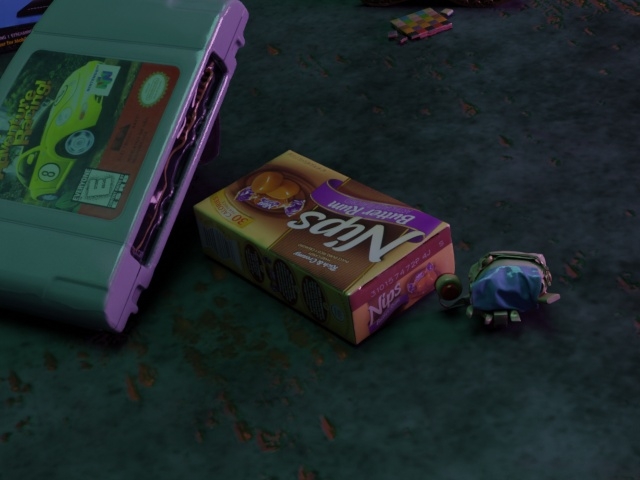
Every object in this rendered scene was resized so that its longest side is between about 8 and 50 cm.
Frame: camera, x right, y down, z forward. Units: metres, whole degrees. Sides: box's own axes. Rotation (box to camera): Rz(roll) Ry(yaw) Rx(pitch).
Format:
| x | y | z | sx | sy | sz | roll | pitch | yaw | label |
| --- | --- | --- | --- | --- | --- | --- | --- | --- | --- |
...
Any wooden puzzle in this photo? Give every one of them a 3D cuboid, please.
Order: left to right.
| x | y | z | sx | sy | sz | roll | pitch | yaw | label |
| --- | --- | --- | --- | --- | --- | --- | --- | --- | --- |
| 0.107 | -0.231 | 1.256 | 0.083 | 0.006 | 0.049 | -21 | 37 | -15 | wooden puzzle |

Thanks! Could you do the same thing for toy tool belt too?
| x | y | z | sx | sy | sz | roll | pitch | yaw | label |
| --- | --- | --- | --- | --- | --- | --- | --- | --- | --- |
| 0.126 | 0.036 | 0.843 | 0.083 | 0.052 | 0.051 | -9 | 27 | 1 | toy tool belt |

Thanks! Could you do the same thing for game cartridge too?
| x | y | z | sx | sy | sz | roll | pitch | yaw | label |
| --- | --- | --- | --- | --- | --- | --- | --- | --- | --- |
| -0.193 | -0.079 | 0.964 | 0.196 | 0.060 | 0.294 | 8 | 68 | 29 | game cartridge |

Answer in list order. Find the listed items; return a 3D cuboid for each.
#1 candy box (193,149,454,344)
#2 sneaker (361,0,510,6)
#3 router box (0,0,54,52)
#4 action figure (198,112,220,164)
| x | y | z | sx | sy | sz | roll | pitch | yaw | label |
| --- | --- | --- | --- | --- | --- | --- | --- | --- | --- |
| 0.000 | 0.000 | 0.922 | 0.109 | 0.053 | 0.186 | -32 | 40 | -29 | candy box |
| 0.136 | -0.306 | 1.302 | 0.192 | 0.064 | 0.086 | 2 | 42 | 21 | sneaker |
| -0.309 | -0.297 | 1.337 | 0.179 | 0.133 | 0.046 | -16 | 35 | -7 | router box |
| -0.196 | -0.135 | 1.120 | 0.185 | 0.099 | 0.285 | -30 | 37 | -19 | action figure |
